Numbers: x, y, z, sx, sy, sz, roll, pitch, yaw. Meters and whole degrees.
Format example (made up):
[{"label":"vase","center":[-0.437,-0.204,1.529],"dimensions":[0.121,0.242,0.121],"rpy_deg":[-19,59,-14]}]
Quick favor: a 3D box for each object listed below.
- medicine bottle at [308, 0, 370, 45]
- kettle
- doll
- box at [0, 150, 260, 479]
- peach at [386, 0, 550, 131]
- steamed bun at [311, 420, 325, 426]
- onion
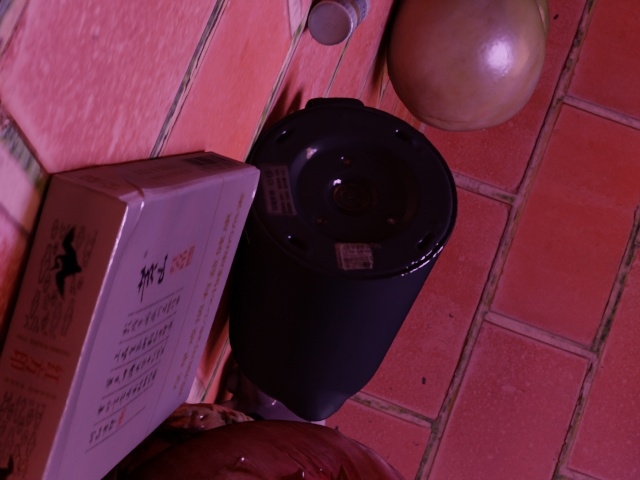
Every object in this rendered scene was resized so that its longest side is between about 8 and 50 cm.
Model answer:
[{"label":"medicine bottle","center":[0.019,-0.227,1.305],"dimensions":[0.083,0.047,0.047],"rpy_deg":[-60,168,-62]},{"label":"kettle","center":[-0.011,0.008,1.364],"dimensions":[0.203,0.262,0.308],"rpy_deg":[-27,157,-25]},{"label":"doll","center":[-0.055,0.173,1.624],"dimensions":[0.182,0.117,0.257],"rpy_deg":[14,93,-68]},{"label":"box","center":[-0.124,0.048,0.871],"dimensions":[0.365,0.051,0.204],"rpy_deg":[-37,146,-80]},{"label":"peach","center":[0.220,-0.306,2.012],"dimensions":[0.292,0.247,0.292],"rpy_deg":[-48,-155,32]},{"label":"steamed bun","center":[-0.059,0.248,1.802],"dimensions":[0.183,0.106,0.182],"rpy_deg":[-12,90,-81]},{"label":"onion","center":[-0.062,0.292,1.033],"dimensions":[0.353,0.354,0.353],"rpy_deg":[20,90,-84]}]
